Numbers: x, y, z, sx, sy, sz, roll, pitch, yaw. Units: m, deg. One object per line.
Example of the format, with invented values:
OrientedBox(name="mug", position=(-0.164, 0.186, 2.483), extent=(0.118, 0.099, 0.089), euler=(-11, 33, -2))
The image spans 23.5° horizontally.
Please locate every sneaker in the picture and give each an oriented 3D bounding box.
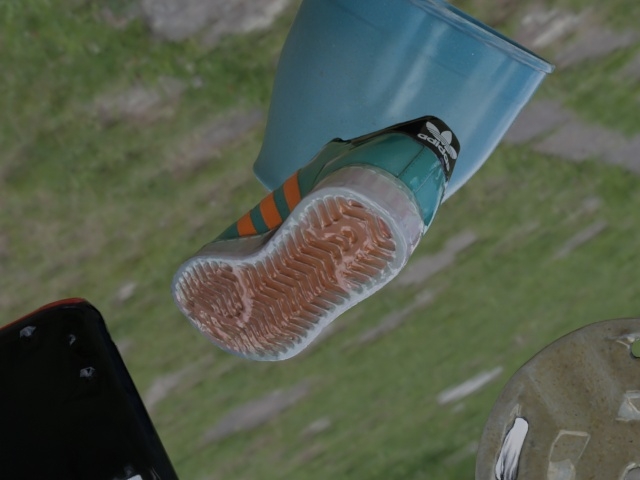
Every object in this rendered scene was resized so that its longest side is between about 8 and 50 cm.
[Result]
OrientedBox(name="sneaker", position=(0.000, 0.000, 1.141), extent=(0.121, 0.108, 0.302), euler=(-47, -169, -36))

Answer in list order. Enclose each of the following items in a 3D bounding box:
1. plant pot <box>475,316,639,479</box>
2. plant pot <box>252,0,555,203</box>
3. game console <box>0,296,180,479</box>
OrientedBox(name="plant pot", position=(0.261, 0.191, 1.152), extent=(0.334, 0.333, 0.305), euler=(-36, 158, 10))
OrientedBox(name="plant pot", position=(0.063, -0.139, 1.610), extent=(0.255, 0.272, 0.272), euler=(-60, 157, 12))
OrientedBox(name="game console", position=(-0.237, 0.275, 1.066), extent=(0.342, 0.386, 0.060), euler=(-25, 171, -8))
